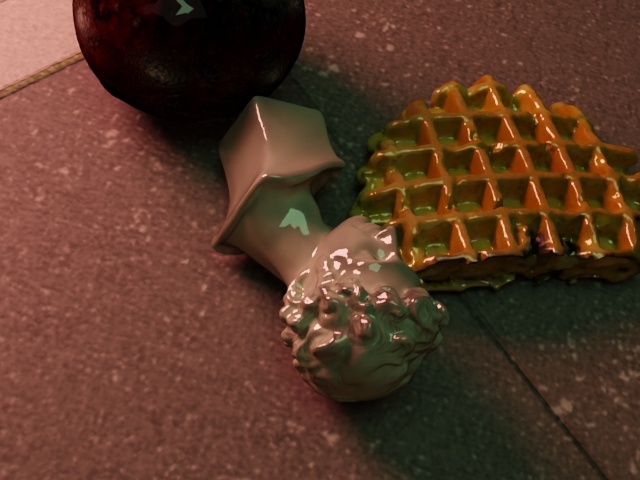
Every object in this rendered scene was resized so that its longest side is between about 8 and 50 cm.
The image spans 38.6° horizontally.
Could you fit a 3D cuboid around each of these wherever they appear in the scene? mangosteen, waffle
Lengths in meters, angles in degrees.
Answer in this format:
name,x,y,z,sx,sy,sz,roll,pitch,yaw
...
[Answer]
name,x,y,z,sx,sy,sz,roll,pitch,yaw
mangosteen,-0.116,-0.214,0.814,0.216,0.216,0.216,6,55,-9
waffle,0.180,-0.045,0.853,0.283,0.065,0.309,34,57,12

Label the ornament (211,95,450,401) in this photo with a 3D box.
name,x,y,z,sx,sy,sz,roll,pitch,yaw
ornament,-0.011,0.006,0.747,0.120,0.130,0.285,-7,48,-36
